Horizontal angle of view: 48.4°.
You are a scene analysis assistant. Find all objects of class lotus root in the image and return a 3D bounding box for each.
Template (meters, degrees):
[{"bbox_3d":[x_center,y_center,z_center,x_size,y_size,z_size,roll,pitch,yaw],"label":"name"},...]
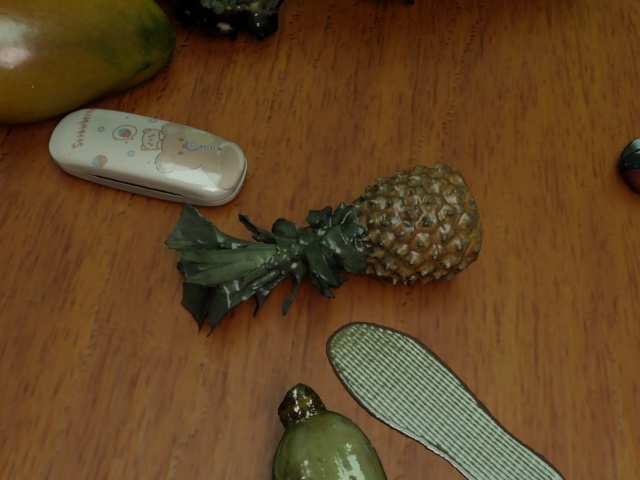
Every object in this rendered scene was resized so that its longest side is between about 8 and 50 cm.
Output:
[{"bbox_3d":[0.009,0.200,0.547,0.090,0.077,0.183,-11,61,-17],"label":"lotus root"}]

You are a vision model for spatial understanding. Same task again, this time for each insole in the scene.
[{"bbox_3d":[0.110,0.155,0.623,0.253,0.005,0.086,38,64,19],"label":"insole"}]

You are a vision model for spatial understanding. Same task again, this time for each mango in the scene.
[{"bbox_3d":[-0.291,-0.215,0.760,0.254,0.139,0.175,-26,68,-34],"label":"mango"}]

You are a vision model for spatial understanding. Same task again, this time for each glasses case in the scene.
[{"bbox_3d":[-0.177,-0.087,0.734,0.204,0.051,0.081,12,60,5],"label":"glasses case"}]

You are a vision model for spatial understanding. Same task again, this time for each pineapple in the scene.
[{"bbox_3d":[0.000,0.000,0.654,0.277,0.119,0.130,-14,78,-9],"label":"pineapple"}]

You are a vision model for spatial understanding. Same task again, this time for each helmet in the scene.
[{"bbox_3d":[0.356,-0.075,0.753,0.065,0.049,0.084,-13,24,26],"label":"helmet"}]

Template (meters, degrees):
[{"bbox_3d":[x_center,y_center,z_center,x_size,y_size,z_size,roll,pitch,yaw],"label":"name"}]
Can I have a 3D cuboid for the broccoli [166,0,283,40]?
[{"bbox_3d":[-0.123,-0.357,0.838,0.263,0.247,0.243,-18,24,11],"label":"broccoli"}]

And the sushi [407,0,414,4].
[{"bbox_3d":[0.168,-0.354,0.884,0.373,0.100,0.296,-13,23,-14],"label":"sushi"}]
